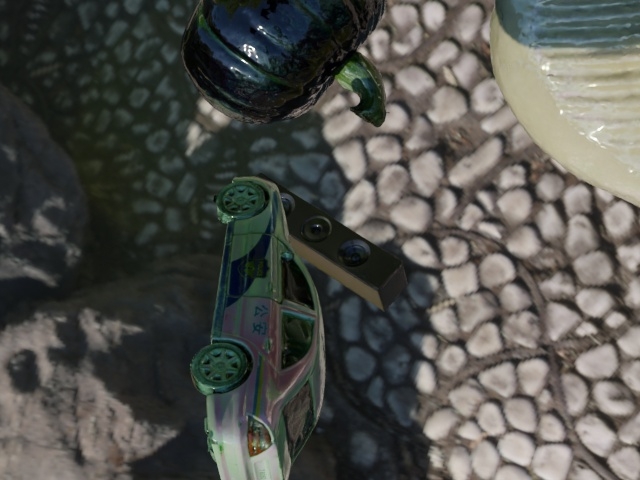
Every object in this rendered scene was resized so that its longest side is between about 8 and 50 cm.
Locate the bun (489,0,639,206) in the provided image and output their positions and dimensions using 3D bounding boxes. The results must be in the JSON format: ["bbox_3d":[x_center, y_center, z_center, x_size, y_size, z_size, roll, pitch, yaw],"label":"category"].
[{"bbox_3d":[0.324,-0.200,1.026,0.365,0.219,0.365,4,107,14],"label":"bun"}]

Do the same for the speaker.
[{"bbox_3d":[0.000,0.000,1.172,0.191,0.046,0.040,32,70,29],"label":"speaker"}]

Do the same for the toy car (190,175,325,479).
[{"bbox_3d":[-0.035,0.056,0.756,0.076,0.090,0.224,-1,48,5],"label":"toy car"}]

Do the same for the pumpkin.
[{"bbox_3d":[-0.015,-0.220,1.302,0.248,0.248,0.248,-8,72,24],"label":"pumpkin"}]
